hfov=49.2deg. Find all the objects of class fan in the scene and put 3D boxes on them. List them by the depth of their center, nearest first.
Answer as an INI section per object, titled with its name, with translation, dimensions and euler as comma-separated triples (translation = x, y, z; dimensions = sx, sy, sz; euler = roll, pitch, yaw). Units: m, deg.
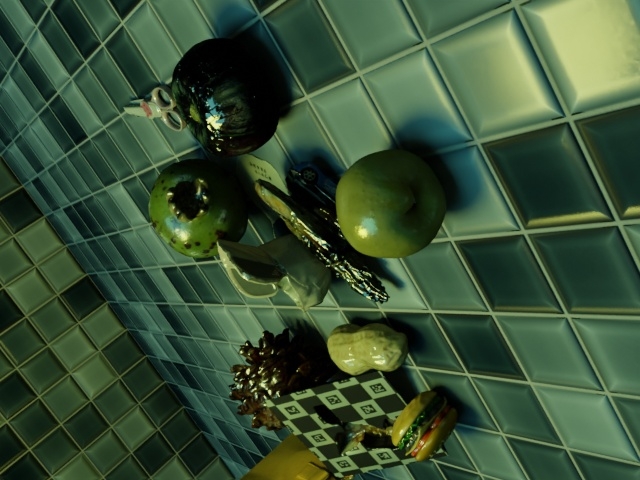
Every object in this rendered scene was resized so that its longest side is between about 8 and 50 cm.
[fan]
translation = -0.125, -0.072, 1.659
dimensions = 0.182, 0.010, 0.310
euler = 28, 144, 35

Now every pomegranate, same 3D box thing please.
[pomegranate]
translation = -0.274, -0.066, 1.620
dimensions = 0.242, 0.242, 0.306
euler = 62, 169, -21

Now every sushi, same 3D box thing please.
[sushi]
translation = 0.094, 0.455, 1.778
dimensions = 0.343, 0.064, 0.359
euler = -21, 123, 28

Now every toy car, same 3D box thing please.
[toy car]
translation = 0.025, -0.077, 1.388
dimensions = 0.216, 0.063, 0.103
euler = 38, 155, 3

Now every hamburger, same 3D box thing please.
[hamburger]
translation = 0.235, 0.420, 1.582
dimensions = 0.115, 0.162, 0.162
euler = 38, 149, 19

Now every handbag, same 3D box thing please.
[handbag]
translation = -0.055, 0.697, 2.061
dimensions = 0.283, 0.401, 0.133
euler = -8, 112, 58

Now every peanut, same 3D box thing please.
[peanut]
translation = 0.106, 0.251, 1.597
dimensions = 0.257, 0.123, 0.123
euler = -7, 118, 58

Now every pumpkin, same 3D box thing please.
[pumpkin]
translation = -0.182, -0.273, 1.343
dimensions = 0.233, 0.163, 0.233
euler = 44, 155, 28

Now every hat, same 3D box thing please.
[hat]
translation = -0.107, 0.056, 1.583
dimensions = 0.275, 0.161, 0.232
euler = 19, 162, -2

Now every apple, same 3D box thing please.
[apple]
translation = 0.114, -0.059, 1.165
dimensions = 0.200, 0.200, 0.200
euler = 35, 148, 26

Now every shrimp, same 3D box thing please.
[shrimp]
translation = 0.000, 0.000, 1.425
dimensions = 0.365, 0.071, 0.233
euler = 44, -178, 9

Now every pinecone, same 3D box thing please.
[pinecone]
translation = -0.103, 0.379, 1.901
dimensions = 0.296, 0.242, 0.298
euler = 45, 109, 1

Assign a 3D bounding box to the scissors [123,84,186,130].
[scissors]
translation = -0.424, -0.334, 1.751
dimensions = 0.242, 0.030, 0.118
euler = 13, 134, 45
